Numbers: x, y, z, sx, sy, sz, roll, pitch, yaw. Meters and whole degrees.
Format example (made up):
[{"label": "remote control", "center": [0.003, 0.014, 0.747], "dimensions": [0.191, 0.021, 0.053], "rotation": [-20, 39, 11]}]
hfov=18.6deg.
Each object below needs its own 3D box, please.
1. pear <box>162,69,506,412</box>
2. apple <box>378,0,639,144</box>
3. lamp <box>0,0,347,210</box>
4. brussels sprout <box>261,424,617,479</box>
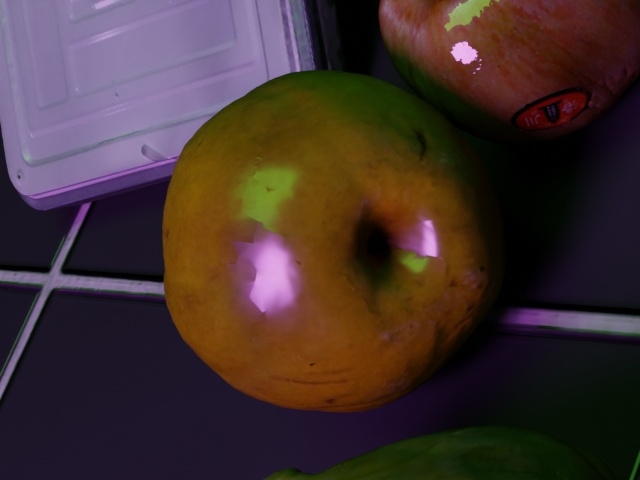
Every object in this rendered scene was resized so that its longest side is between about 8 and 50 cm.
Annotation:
[{"label": "pear", "center": [0.000, 0.000, 0.846], "dimensions": [0.162, 0.149, 0.149], "rotation": [8, 68, 62]}, {"label": "apple", "center": [0.089, -0.106, 0.862], "dimensions": [0.126, 0.102, 0.126], "rotation": [-31, 41, 31]}, {"label": "lamp", "center": [-0.102, -0.167, 1.089], "dimensions": [0.266, 0.047, 0.269], "rotation": [-12, 86, 44]}, {"label": "brussels sprout", "center": [0.029, 0.139, 0.707], "dimensions": [0.183, 0.131, 0.145], "rotation": [-23, 41, 33]}]
